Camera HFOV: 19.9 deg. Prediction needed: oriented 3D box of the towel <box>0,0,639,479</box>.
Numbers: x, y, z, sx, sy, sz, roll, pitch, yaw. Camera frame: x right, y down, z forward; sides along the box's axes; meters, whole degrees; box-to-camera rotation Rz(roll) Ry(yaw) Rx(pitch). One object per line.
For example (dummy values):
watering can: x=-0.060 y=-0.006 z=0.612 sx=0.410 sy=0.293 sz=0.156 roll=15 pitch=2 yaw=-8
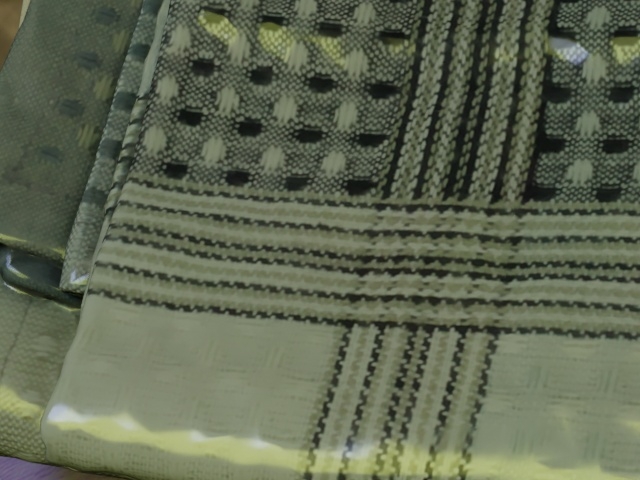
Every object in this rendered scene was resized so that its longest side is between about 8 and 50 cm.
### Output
towel: x=0.065 y=-0.064 z=0.517 sx=0.324 sy=0.056 sz=0.312 roll=5 pitch=64 yaw=16

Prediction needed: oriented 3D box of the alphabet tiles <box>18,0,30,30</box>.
alphabet tiles: x=-0.035 y=-0.197 z=0.682 sx=0.278 sy=0.021 sz=0.284 roll=-6 pitch=65 yaw=27

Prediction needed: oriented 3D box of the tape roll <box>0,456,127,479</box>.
tape roll: x=-0.041 y=0.171 z=0.543 sx=0.274 sy=0.090 sz=0.275 roll=-9 pitch=70 yaw=26
